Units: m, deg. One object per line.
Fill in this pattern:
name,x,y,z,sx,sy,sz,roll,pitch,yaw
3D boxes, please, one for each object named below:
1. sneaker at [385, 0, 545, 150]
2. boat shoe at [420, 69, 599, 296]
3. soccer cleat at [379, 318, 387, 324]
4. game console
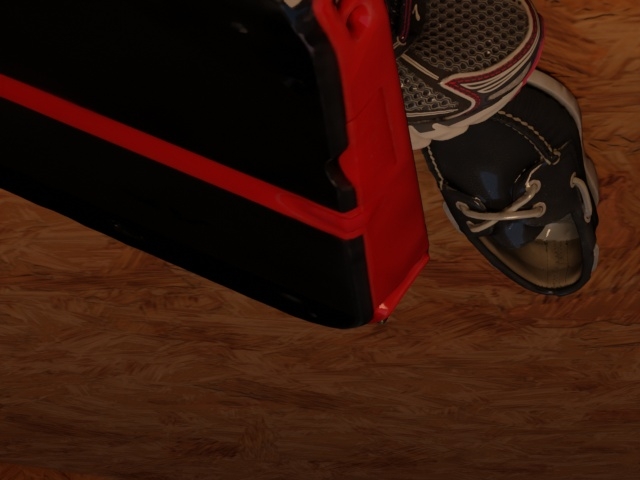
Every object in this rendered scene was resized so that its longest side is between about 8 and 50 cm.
sneaker,-0.020,-0.124,0.650,0.299,0.121,0.112,9,158,-21
boat shoe,0.142,-0.037,0.946,0.114,0.091,0.302,-8,160,27
soccer cleat,0.000,-0.001,1.120,0.121,0.093,0.289,27,178,25
game console,-0.139,-0.092,0.556,0.386,0.060,0.342,22,163,14
